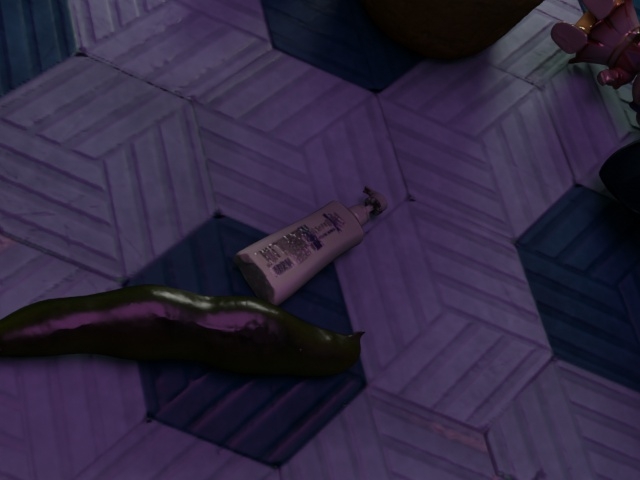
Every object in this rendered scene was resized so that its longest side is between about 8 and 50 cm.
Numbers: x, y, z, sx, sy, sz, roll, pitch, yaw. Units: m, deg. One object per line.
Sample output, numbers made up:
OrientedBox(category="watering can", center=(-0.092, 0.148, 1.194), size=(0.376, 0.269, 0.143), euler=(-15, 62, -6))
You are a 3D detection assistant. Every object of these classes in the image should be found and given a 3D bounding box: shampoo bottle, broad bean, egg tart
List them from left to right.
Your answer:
OrientedBox(category="broad bean", center=(-0.106, 0.061, 0.772), size=(0.297, 0.043, 0.060), euler=(5, 88, -17))
OrientedBox(category="shampoo bottle", center=(0.000, 0.000, 0.850), size=(0.141, 0.034, 0.049), euler=(-32, 70, -31))
OrientedBox(category="egg tart", center=(0.117, -0.260, 0.964), size=(0.203, 0.147, 0.202), euler=(8, 62, -16))

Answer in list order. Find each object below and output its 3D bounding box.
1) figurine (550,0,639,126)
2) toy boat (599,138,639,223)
OrientedBox(category="figurine", center=(0.313, -0.158, 0.998), size=(0.195, 0.111, 0.102), euler=(44, 27, 12))
OrientedBox(category="toy boat", center=(0.379, -0.038, 0.909), size=(0.296, 0.114, 0.122), euler=(11, 40, 26))
